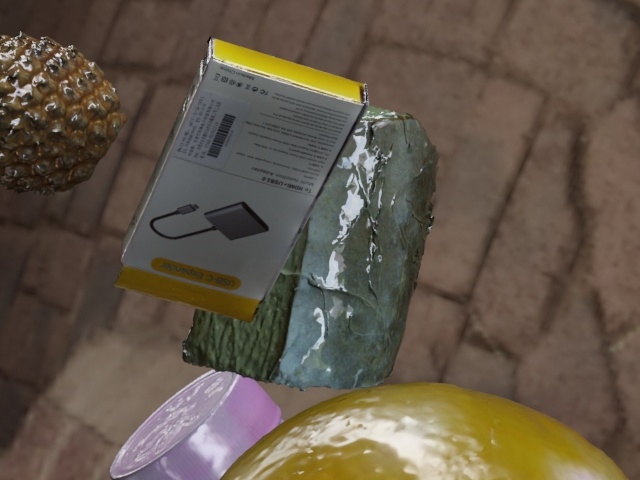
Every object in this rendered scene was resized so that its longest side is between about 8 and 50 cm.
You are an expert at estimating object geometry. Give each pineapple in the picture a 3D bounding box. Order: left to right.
[{"bbox_3d":[-0.411,-0.171,2.192,0.202,0.362,0.202,-5,80,29],"label":"pineapple"}]

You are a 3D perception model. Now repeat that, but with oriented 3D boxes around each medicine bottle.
[{"bbox_3d":[-0.071,0.330,2.158,0.212,0.325,0.212,-37,12,9],"label":"medicine bottle"}]

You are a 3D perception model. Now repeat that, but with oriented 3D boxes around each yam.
[{"bbox_3d":[0.005,0.001,1.737,0.202,0.201,0.271,16,101,47],"label":"yam"}]

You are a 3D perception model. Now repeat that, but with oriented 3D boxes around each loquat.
[{"bbox_3d":[0.064,0.250,1.056,0.359,0.328,0.328,31,99,60],"label":"loquat"}]

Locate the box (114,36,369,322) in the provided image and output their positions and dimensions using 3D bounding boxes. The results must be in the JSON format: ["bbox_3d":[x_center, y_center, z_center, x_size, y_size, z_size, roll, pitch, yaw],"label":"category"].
[{"bbox_3d":[-0.068,-0.042,1.427,0.033,0.129,0.247,-94,26,-48],"label":"box"}]
